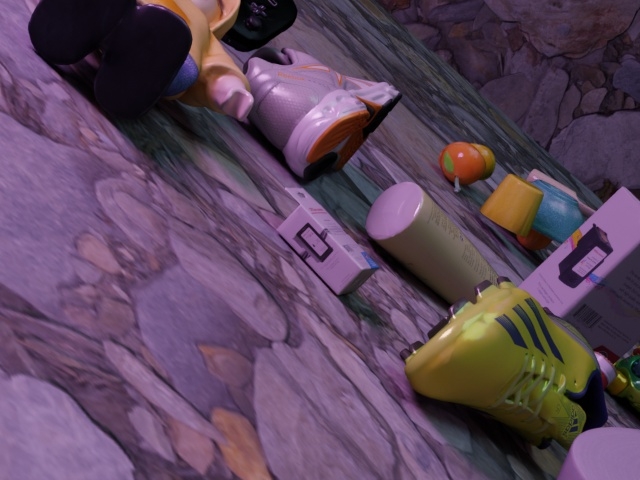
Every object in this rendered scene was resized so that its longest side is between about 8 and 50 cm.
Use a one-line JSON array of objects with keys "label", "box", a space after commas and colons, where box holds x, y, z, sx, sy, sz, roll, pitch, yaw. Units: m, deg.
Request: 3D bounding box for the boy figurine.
[{"label": "boy figurine", "box": [-0.114, -0.155, 1.075, 0.177, 0.092, 0.285, 41, 16, -2]}]

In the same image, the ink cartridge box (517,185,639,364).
[{"label": "ink cartridge box", "box": [0.303, 0.047, 1.535, 0.127, 0.175, 0.072, 33, 17, -41]}]

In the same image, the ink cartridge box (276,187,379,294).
[{"label": "ink cartridge box", "box": [0.000, 0.000, 1.068, 0.083, 0.028, 0.048, 47, 13, 11]}]

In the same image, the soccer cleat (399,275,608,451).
[{"label": "soccer cleat", "box": [0.150, 0.101, 1.075, 0.121, 0.093, 0.289, 56, 16, 19]}]

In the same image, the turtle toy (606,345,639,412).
[{"label": "turtle toy", "box": [0.362, 0.155, 1.620, 0.095, 0.066, 0.130, 43, 13, -6]}]

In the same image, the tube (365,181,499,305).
[{"label": "tube", "box": [0.133, 0.040, 1.315, 0.240, 0.062, 0.070, 41, 55, -36]}]

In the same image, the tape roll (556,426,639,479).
[{"label": "tape roll", "box": [0.246, 0.201, 0.914, 0.219, 0.072, 0.219, 20, 15, -6]}]

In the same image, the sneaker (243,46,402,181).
[{"label": "sneaker", "box": [-0.007, -0.132, 1.333, 0.121, 0.099, 0.262, 41, 11, 5]}]

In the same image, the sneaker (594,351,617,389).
[{"label": "sneaker", "box": [0.216, 0.140, 1.292, 0.042, 0.067, 0.118, 44, -18, 11]}]

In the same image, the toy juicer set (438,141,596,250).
[{"label": "toy juicer set", "box": [0.274, -0.047, 1.985, 0.209, 0.089, 0.329, 38, 14, 38]}]

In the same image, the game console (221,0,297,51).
[{"label": "game console", "box": [-0.158, -0.315, 1.306, 0.361, 0.044, 0.213, 45, 48, 2]}]
